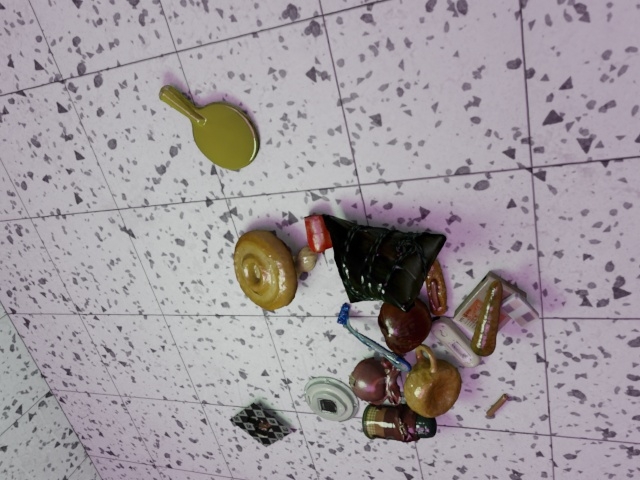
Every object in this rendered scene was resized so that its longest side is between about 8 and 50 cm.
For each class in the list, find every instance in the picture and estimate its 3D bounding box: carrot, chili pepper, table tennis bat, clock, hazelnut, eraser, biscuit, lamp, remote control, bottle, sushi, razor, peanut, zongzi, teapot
[{"bbox_3d":[0.516,0.223,1.580,0.078,0.078,0.298,12,119,16],"label":"carrot"},{"bbox_3d":[0.000,0.000,1.726,0.084,0.086,0.192,-16,104,-4],"label":"chili pepper"},{"bbox_3d":[-0.362,-0.375,1.690,0.369,0.054,0.224,35,126,-4],"label":"table tennis bat"},{"bbox_3d":[0.035,0.654,2.103,0.237,0.053,0.236,10,120,18],"label":"clock"},{"bbox_3d":[0.274,0.279,1.721,0.178,0.178,0.204,17,123,13],"label":"hazelnut"},{"bbox_3d":[0.599,0.210,1.562,0.105,0.026,0.065,43,127,-6],"label":"eraser"},{"bbox_3d":[-0.201,0.107,1.812,0.296,0.102,0.296,22,123,38],"label":"biscuit"},{"bbox_3d":[0.204,0.492,1.887,0.223,0.151,0.215,-1,103,16],"label":"lamp"},{"bbox_3d":[0.456,0.346,1.759,0.221,0.042,0.078,46,125,-7],"label":"remote control"},{"bbox_3d":[0.296,0.684,1.947,0.271,0.156,0.143,-7,121,30],"label":"bottle"},{"bbox_3d":[-0.259,0.803,2.313,0.220,0.047,0.231,40,129,-8],"label":"sushi"},{"bbox_3d":[0.176,0.351,1.804,0.324,0.056,0.093,38,129,26],"label":"razor"},{"bbox_3d":[-0.073,0.084,1.811,0.082,0.082,0.187,47,125,-8],"label":"peanut"},{"bbox_3d":[0.178,0.114,1.658,0.384,0.319,0.362,20,138,30],"label":"zongzi"},{"bbox_3d":[0.369,0.484,1.807,0.167,0.203,0.311,34,143,57],"label":"teapot"}]

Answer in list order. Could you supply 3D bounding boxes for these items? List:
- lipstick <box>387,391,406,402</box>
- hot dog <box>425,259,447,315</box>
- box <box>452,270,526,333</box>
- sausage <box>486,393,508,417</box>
[{"bbox_3d":[0.316,0.592,1.963,0.129,0.030,0.030,4,119,20],"label":"lipstick"},{"bbox_3d":[0.372,0.154,1.683,0.066,0.047,0.215,-3,116,21],"label":"hot dog"},{"bbox_3d":[0.530,0.209,1.642,0.141,0.058,0.201,33,126,2],"label":"box"},{"bbox_3d":[0.622,0.579,1.833,0.026,0.026,0.116,28,124,6],"label":"sausage"}]
